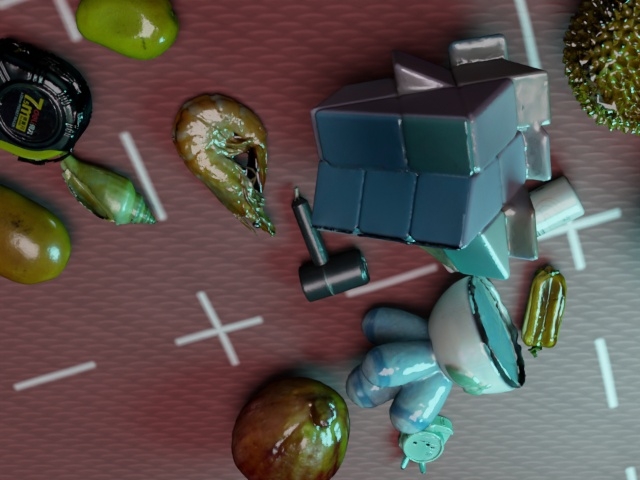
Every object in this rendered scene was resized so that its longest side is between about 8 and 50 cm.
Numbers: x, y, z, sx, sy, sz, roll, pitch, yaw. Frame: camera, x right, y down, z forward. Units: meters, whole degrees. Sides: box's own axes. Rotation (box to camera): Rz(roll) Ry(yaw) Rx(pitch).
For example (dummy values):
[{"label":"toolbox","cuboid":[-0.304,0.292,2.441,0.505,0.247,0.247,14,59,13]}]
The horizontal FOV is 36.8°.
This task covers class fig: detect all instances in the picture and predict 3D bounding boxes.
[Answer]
[{"label":"fig","cuboid":[-0.047,0.382,1.886,0.224,0.224,0.263,36,109,-18]}]

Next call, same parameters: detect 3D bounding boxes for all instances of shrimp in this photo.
[{"label":"shrimp","cuboid":[-0.142,-0.134,1.695,0.152,0.063,0.287,-36,111,5]}]

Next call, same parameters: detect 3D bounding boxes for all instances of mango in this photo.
[{"label":"mango","cuboid":[-0.310,-0.358,1.552,0.163,0.089,0.117,19,116,-10]},{"label":"mango","cuboid":[-0.553,-0.011,1.722,0.221,0.120,0.151,33,110,-9]}]

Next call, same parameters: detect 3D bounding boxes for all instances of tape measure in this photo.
[{"label":"tape measure","cuboid":[-0.478,-0.224,1.614,0.186,0.112,0.199,24,121,-5]}]

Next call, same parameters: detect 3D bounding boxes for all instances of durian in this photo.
[{"label":"durian","cuboid":[0.511,-0.312,1.510,0.258,0.258,0.293,15,107,-8]}]

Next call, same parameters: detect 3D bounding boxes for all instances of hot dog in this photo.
[{"label":"hot dog","cuboid":[0.427,0.134,1.838,0.072,0.055,0.188,5,118,1]}]

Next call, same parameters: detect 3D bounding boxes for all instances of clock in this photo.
[{"label":"clock","cuboid":[0.212,0.421,1.997,0.101,0.041,0.135,12,117,-7]}]

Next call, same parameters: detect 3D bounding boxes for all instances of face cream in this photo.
[{"label":"face cream","cuboid":[0.339,-0.022,1.740,0.269,0.082,0.082,-29,115,14]}]

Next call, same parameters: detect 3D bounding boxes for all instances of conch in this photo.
[{"label":"conch","cuboid":[-0.381,-0.080,1.710,0.200,0.079,0.095,30,128,3]}]

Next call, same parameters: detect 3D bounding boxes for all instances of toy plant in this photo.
[{"label":"toy plant","cuboid":[0.193,0.224,1.808,0.332,0.247,0.247,-24,116,20]}]

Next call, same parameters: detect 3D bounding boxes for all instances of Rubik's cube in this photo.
[{"label":"Rubik's cube","cuboid":[0.173,-0.128,1.536,0.387,0.368,0.358,11,124,33]}]

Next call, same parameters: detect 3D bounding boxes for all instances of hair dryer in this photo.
[{"label":"hair dryer","cuboid":[0.000,0.000,1.767,0.124,0.071,0.219,-20,108,8]}]
